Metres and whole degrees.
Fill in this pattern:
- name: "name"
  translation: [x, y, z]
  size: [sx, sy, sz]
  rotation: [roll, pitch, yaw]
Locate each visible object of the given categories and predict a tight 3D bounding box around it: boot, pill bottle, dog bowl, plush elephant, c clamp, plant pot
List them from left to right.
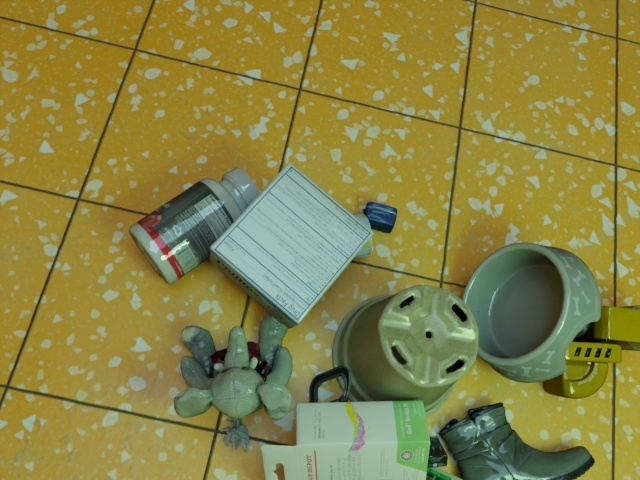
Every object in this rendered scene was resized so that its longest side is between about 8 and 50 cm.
- name: "pill bottle"
  translation: [-0.304, -0.047, 1.534]
  size: [0.318, 0.176, 0.176]
  rotation: [-37, 78, -19]
- name: "plush elephant"
  translation: [-0.189, 0.307, 1.374]
  size: [0.272, 0.255, 0.330]
  rotation: [-1, 70, -8]
- name: "c clamp"
  translation: [0.018, 0.377, 1.453]
  size: [0.022, 0.161, 0.137]
  rotation: [30, 40, -33]
- name: "plant pot"
  translation: [0.215, 0.247, 1.426]
  size: [0.334, 0.305, 0.333]
  rotation: [3, 69, -7]
- name: "boot"
  translation: [0.478, 0.495, 1.470]
  size: [0.338, 0.118, 0.222]
  rotation: [-14, 71, -12]
- name: "dog bowl"
  translation: [0.491, 0.163, 1.474]
  size: [0.102, 0.349, 0.348]
  rotation: [24, 64, -32]

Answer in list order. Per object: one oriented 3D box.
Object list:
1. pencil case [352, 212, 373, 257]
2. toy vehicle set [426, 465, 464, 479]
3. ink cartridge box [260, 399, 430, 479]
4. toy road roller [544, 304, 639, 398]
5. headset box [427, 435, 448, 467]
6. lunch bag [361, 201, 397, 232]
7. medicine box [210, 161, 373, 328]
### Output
- name: "pencil case"
  translation: [0.000, 0.000, 1.592]
  size: [0.273, 0.113, 0.124]
  rotation: [-9, 64, -12]
- name: "toy vehicle set"
  translation: [0.305, 0.623, 1.355]
  size: [0.267, 0.035, 0.166]
  rotation: [16, 50, 31]
- name: "ink cartridge box"
  translation: [0.054, 0.466, 1.348]
  size: [0.353, 0.207, 0.119]
  rotation: [-1, 36, 1]
- name: "toy road roller"
  translation: [0.690, 0.281, 1.544]
  size: [0.330, 0.202, 0.240]
  rotation: [4, 81, -1]
- name: "headset box"
  translation: [0.263, 0.508, 1.461]
  size: [0.062, 0.083, 0.032]
  rotation: [-2, 113, -9]
- name: "lunch bag"
  translation: [0.159, -0.068, 1.665]
  size: [0.098, 0.067, 0.065]
  rotation: [15, 68, -1]
- name: "medicine box"
  translation: [-0.072, 0.015, 1.440]
  size: [0.263, 0.149, 0.289]
  rotation: [40, 74, 1]
